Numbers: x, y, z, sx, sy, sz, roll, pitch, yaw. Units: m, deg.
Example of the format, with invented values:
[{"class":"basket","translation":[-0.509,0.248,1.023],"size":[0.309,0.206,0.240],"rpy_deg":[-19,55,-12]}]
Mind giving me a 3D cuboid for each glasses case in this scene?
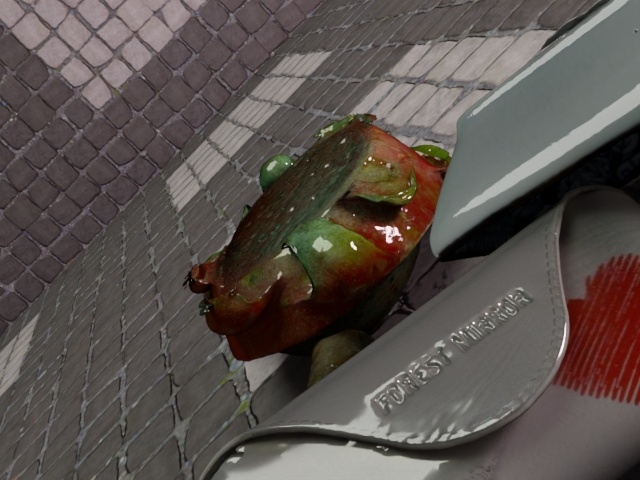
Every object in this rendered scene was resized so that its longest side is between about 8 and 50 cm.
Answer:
[{"class":"glasses case","translation":[0.073,0.081,0.350],"size":[0.308,0.083,0.128],"rpy_deg":[-35,30,-9]}]

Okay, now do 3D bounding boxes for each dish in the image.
[{"class":"dish","translation":[0.172,-0.085,0.438],"size":[0.243,0.080,0.182],"rpy_deg":[-37,-16,25]}]

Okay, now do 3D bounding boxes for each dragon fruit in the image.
[{"class":"dragon fruit","translation":[0.000,0.000,0.680],"size":[0.268,0.130,0.295],"rpy_deg":[-41,20,14]}]

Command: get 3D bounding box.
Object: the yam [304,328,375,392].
[{"class":"yam","translation":[0.014,0.140,0.477],"size":[0.061,0.061,0.253],"rpy_deg":[-39,20,19]}]
